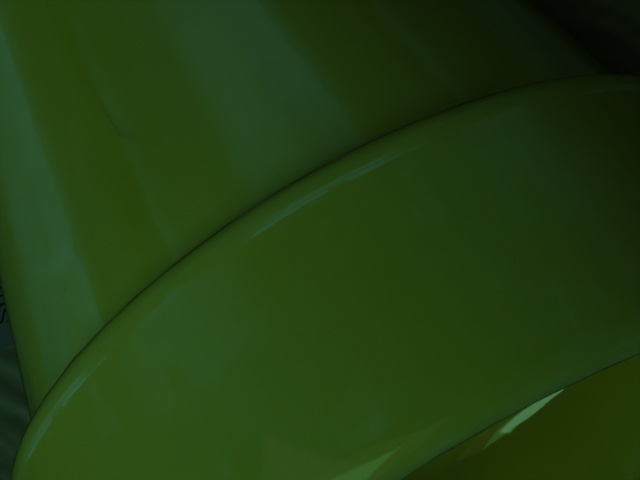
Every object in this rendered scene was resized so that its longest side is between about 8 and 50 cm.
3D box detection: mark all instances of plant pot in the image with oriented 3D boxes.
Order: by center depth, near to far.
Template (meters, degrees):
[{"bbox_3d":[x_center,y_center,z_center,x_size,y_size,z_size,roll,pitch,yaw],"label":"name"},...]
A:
[{"bbox_3d":[0.000,0.000,0.559,0.254,0.254,0.239,-46,61,30],"label":"plant pot"}]

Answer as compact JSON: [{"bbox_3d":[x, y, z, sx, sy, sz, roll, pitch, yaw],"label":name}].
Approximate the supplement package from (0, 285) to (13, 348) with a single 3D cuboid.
[{"bbox_3d":[-0.260,-0.015,0.667,0.175,0.293,0.178,-3,100,32],"label":"supplement package"}]
